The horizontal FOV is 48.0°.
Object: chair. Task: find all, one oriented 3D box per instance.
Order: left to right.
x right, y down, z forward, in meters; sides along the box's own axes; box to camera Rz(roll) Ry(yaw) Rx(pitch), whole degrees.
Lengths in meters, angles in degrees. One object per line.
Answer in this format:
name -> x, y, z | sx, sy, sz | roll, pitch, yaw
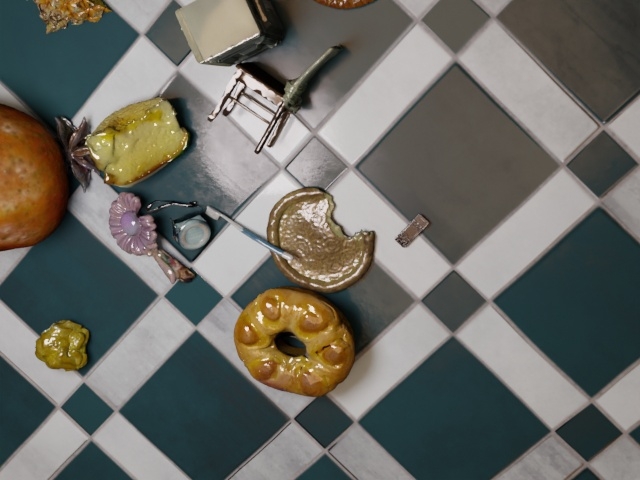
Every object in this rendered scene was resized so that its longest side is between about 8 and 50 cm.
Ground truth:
chair -> -0.111, -0.387, 1.754 | 0.186, 0.160, 0.319 | 35, 108, -1

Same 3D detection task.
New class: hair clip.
hair clip -> -0.461, 0.010, 1.932 | 0.300, 0.069, 0.173 | 48, 128, -6

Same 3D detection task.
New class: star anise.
star anise -> -0.650, -0.240, 1.923 | 0.181, 0.061, 0.204 | -36, 90, 27

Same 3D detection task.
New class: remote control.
remote control -> 0.235, -0.025, 1.849 | 0.039, 0.014, 0.096 | 43, 107, -2

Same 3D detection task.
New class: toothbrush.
toothbrush -> -0.189, -0.015, 1.899 | 0.276, 0.019, 0.025 | 31, 113, 11

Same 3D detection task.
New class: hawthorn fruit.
hawthorn fruit -> -0.854, -0.146, 1.797 | 0.403, 0.403, 0.402 | 2, 103, 9

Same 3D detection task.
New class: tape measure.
tape measure -> -0.379, -0.050, 1.938 | 0.180, 0.104, 0.107 | 29, 139, 37

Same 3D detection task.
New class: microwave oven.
microwave oven -> -0.199, -0.505, 1.698 | 0.194, 0.240, 0.145 | -20, 98, 13

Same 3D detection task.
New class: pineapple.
pineapple -> -0.689, -0.608, 1.815 | 0.250, 0.140, 0.164 | 44, 107, -5

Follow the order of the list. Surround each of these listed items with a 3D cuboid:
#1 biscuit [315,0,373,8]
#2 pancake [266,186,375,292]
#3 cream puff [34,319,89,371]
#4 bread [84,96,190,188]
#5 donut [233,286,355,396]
biscuit -> 0.059, -0.709, 1.714 | 0.306, 0.038, 0.305 | 2, 103, 9
pancake -> 0.000, 0.000, 1.885 | 0.286, 0.033, 0.288 | -6, 101, 12
cream puff -> -0.720, 0.304, 2.027 | 0.156, 0.121, 0.156 | 1, 100, 4
bread -> -0.482, -0.260, 1.855 | 0.252, 0.133, 0.174 | -35, 126, -13
donut -> -0.066, 0.263, 1.893 | 0.299, 0.150, 0.317 | -34, 96, 15
